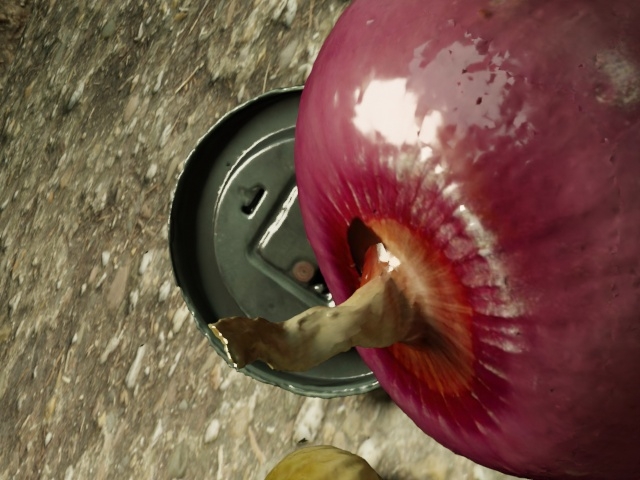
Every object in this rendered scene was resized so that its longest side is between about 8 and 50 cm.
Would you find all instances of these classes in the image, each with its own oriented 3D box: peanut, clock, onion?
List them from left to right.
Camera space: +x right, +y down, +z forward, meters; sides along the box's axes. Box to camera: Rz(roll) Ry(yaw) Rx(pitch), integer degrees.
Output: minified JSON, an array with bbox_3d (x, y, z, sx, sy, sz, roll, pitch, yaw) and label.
[{"bbox_3d":[-0.023,0.249,1.037,0.236,0.110,0.120,-39,56,48],"label":"peanut"},{"bbox_3d":[0.000,0.000,1.062,0.280,0.280,0.055,-51,-6,19],"label":"clock"},{"bbox_3d":[0.111,-0.006,0.765,0.345,0.358,0.358,-20,36,1],"label":"onion"}]
